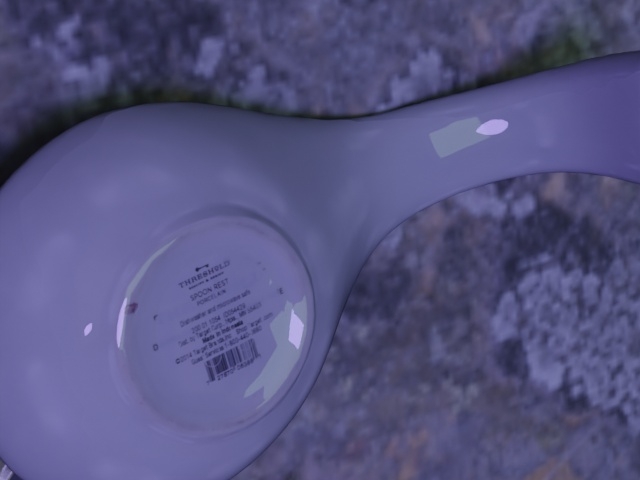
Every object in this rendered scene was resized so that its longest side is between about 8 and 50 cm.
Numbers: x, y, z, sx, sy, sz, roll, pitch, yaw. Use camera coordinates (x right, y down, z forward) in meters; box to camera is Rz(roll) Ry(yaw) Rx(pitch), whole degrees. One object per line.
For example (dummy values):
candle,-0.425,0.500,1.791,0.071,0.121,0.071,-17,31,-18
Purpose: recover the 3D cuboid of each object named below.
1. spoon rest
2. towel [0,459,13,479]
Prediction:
spoon rest,0.000,0.000,0.640,0.276,0.084,0.137,-22,110,-26
towel,-0.150,0.040,0.576,0.148,0.027,0.110,38,78,-35
